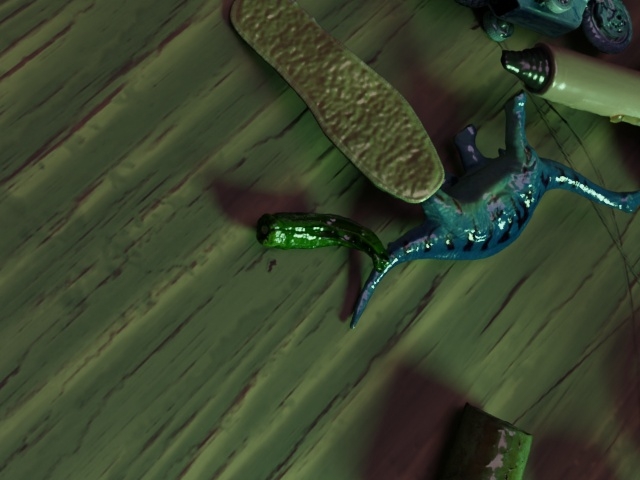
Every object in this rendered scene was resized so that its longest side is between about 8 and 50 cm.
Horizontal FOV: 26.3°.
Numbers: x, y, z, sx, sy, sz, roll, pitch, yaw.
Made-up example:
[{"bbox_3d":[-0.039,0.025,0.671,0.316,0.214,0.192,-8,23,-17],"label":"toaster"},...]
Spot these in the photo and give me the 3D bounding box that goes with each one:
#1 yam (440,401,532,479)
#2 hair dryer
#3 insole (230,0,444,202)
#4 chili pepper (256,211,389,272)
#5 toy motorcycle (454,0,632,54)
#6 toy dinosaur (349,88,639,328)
[{"bbox_3d":[0.136,0.208,1.168,0.069,0.070,0.146,28,64,-19],"label":"yam"},{"bbox_3d":[0.296,-0.122,1.312,0.344,0.107,0.189,9,73,-34],"label":"hair dryer"},{"bbox_3d":[0.016,-0.131,1.189,0.081,0.011,0.248,-39,79,-21],"label":"insole"},{"bbox_3d":[0.000,-0.003,1.170,0.118,0.035,0.055,16,41,-15],"label":"chili pepper"},{"bbox_3d":[0.209,-0.267,1.331,0.254,0.092,0.135,12,71,-32],"label":"toy motorcycle"},{"bbox_3d":[0.142,-0.045,1.240,0.329,0.076,0.144,-21,92,-24],"label":"toy dinosaur"}]
